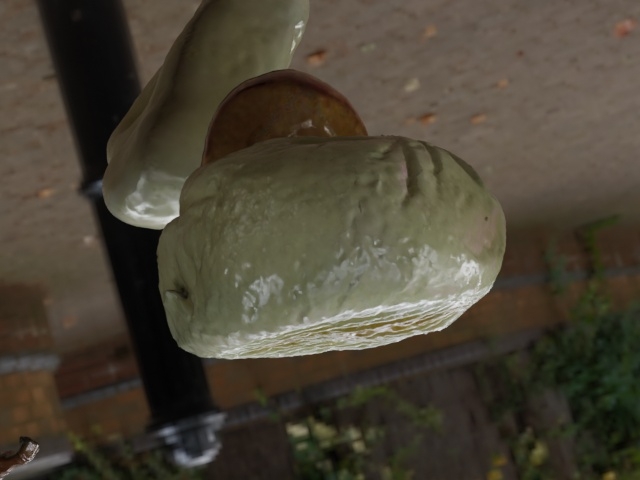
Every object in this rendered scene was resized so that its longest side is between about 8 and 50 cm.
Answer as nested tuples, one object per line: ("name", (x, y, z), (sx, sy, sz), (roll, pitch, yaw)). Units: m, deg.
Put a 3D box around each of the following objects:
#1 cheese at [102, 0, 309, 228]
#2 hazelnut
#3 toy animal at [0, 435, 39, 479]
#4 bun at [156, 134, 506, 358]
("cheese", (-0.155, -0.098, 1.580), (0.351, 0.130, 0.328), (-50, -167, 44))
("hazelnut", (-0.023, -0.060, 1.182), (0.150, 0.150, 0.150), (-16, 173, -2))
("toy animal", (-0.318, 0.128, 1.050), (0.230, 0.224, 0.066), (-7, -139, 44))
("bun", (0.000, 0.000, 1.013), (0.244, 0.153, 0.244), (-9, 165, -2))
